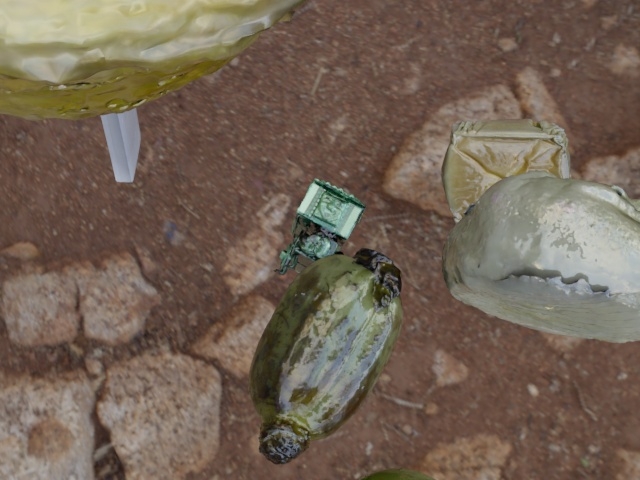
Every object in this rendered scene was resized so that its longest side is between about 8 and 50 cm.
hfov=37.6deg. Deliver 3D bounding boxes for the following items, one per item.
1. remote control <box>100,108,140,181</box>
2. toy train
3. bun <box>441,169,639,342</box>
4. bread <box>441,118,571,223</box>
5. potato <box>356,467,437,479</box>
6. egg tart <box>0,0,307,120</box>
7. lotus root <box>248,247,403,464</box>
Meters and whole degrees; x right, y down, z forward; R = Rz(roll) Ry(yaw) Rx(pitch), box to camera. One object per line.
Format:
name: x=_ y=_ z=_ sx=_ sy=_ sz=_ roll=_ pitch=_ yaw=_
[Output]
remote control: x=-0.309 y=-0.195 z=1.443 sx=0.034 sy=0.103 sz=0.250 roll=4 pitch=150 yaw=-2
toy train: x=0.000 y=0.000 z=1.615 sx=0.115 sy=0.269 sz=0.154 roll=28 pitch=80 yaw=1
bun: x=0.235 y=0.014 z=0.884 sx=0.239 sy=0.239 sz=0.141 roll=23 pitch=78 yaw=-32
bread: x=0.313 y=-0.105 z=1.565 sx=0.110 sy=0.210 sz=0.192 roll=-41 pitch=127 yaw=-62
potato: x=0.091 y=0.357 z=0.952 sx=0.216 sy=0.304 sz=0.215 roll=-1 pitch=96 yaw=-9
egg tart: x=-0.171 y=-0.200 z=0.598 sx=0.443 sy=0.443 sz=0.178 roll=-18 pitch=138 yaw=-20
lotus root: x=0.000 y=0.154 z=1.265 sx=0.173 sy=0.173 sz=0.309 roll=45 pitch=68 yaw=-32
